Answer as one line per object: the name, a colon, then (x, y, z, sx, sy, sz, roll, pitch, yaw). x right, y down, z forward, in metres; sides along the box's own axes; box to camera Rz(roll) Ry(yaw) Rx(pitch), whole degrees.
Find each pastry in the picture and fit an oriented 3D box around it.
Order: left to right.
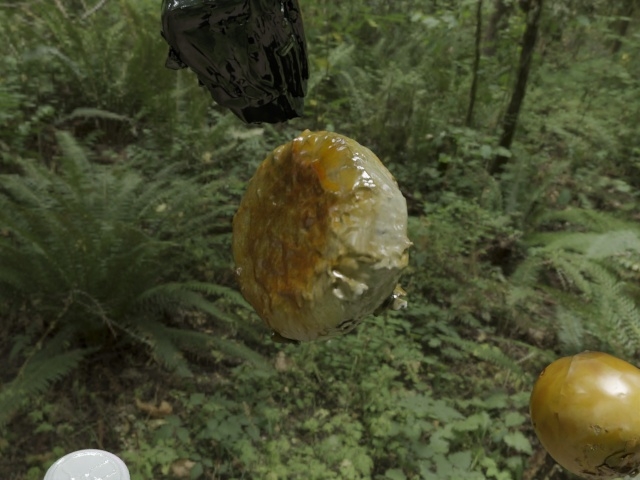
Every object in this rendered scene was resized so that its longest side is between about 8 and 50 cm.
pastry: (0.000, -0.006, 0.738, 0.121, 0.236, 0.257, 12, 46, -41)

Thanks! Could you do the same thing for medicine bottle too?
medicine bottle: (-0.496, 0.642, 1.330, 0.242, 0.395, 0.242, 15, 28, -8)

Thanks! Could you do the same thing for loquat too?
loquat: (0.508, 0.320, 1.159, 0.235, 0.235, 0.235, 7, 26, -3)

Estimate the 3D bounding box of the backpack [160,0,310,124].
backpack: (-0.071, -0.211, 0.612, 0.133, 0.206, 0.258, -8, -20, 9)
